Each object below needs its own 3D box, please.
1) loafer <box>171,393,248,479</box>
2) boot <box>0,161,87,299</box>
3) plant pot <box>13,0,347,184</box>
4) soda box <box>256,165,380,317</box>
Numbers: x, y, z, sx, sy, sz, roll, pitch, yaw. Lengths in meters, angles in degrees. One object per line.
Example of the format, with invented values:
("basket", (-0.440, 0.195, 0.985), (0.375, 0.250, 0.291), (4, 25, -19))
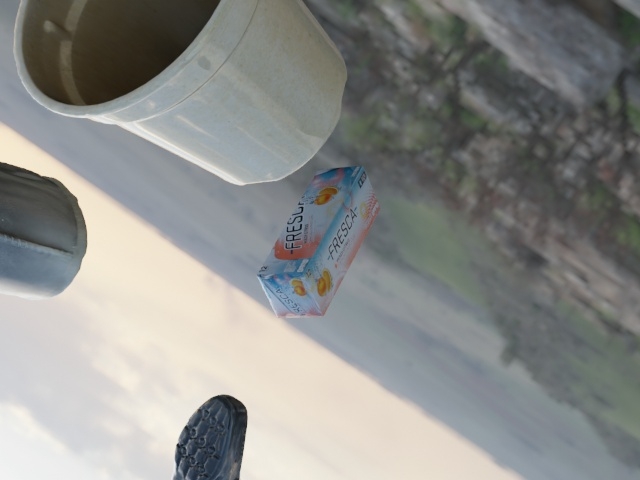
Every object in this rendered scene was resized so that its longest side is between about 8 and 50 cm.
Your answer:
("loafer", (-0.122, 0.262, 1.707), (0.078, 0.223, 0.076), (-8, -143, -44))
("boot", (-0.223, -0.040, 0.656), (0.208, 0.076, 0.189), (9, -164, -37))
("plant pot", (-0.135, -0.228, 1.824), (0.334, 0.334, 0.305), (31, 176, 42))
("soda box", (0.000, 0.000, 1.621), (0.058, 0.183, 0.063), (-3, 128, 29))
